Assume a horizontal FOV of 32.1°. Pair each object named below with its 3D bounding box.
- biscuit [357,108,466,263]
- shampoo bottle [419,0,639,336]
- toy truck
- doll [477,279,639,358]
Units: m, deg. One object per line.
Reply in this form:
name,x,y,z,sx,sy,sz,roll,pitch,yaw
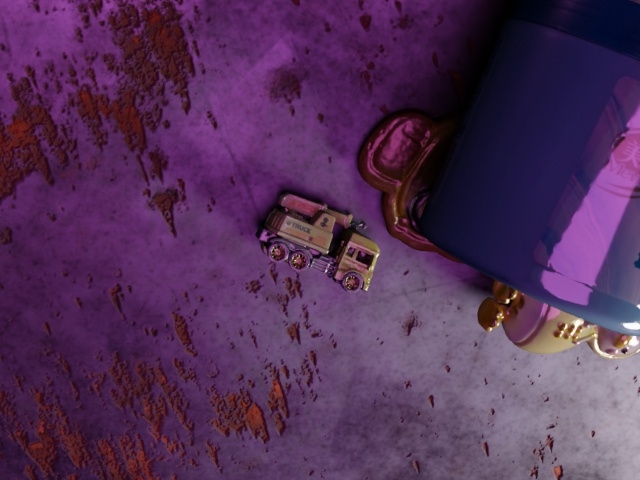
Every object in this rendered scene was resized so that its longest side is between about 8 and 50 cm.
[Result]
biscuit,0.186,-0.070,1.542,0.290,0.041,0.208,28,107,-17
shampoo bottle,0.329,-0.100,1.365,0.331,0.331,0.342,22,99,-16
toy truck,0.000,0.000,1.530,0.169,0.077,0.100,22,95,-12
doll,0.371,0.110,1.599,0.297,0.117,0.141,15,113,-13
